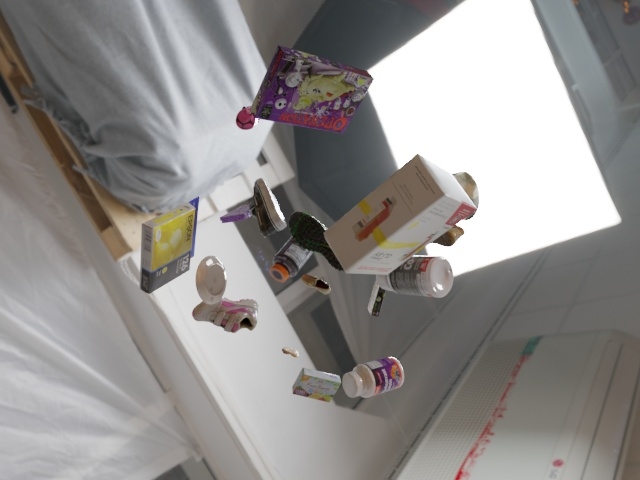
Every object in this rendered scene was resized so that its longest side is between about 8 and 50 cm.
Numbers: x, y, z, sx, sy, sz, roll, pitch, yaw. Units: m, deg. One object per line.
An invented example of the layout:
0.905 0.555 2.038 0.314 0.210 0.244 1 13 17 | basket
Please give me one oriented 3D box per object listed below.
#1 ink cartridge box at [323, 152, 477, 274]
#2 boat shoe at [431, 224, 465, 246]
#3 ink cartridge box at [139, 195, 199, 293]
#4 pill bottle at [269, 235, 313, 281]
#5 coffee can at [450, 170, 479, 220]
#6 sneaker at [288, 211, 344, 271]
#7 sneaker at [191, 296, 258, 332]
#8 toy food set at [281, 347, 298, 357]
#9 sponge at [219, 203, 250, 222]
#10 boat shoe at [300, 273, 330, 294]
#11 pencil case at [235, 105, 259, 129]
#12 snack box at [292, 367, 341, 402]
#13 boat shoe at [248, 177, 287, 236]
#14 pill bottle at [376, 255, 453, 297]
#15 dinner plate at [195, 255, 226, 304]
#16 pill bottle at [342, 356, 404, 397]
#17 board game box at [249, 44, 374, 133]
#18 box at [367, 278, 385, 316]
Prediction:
0.246 -0.059 1.526 0.385 0.160 0.279 -40 155 25 | ink cartridge box
0.581 -0.051 2.501 0.110 0.121 0.341 -31 -151 -22 | boat shoe
-0.559 0.015 1.894 0.307 0.072 0.303 -36 147 -51 | ink cartridge box
-0.129 0.078 2.240 0.130 0.130 0.245 -23 -158 51 | pill bottle
0.493 -0.176 2.072 0.201 0.201 0.275 -32 -163 -33 | coffee can
0.000 0.000 2.149 0.134 0.343 0.146 -47 -169 10 | sneaker
-0.333 0.272 1.770 0.252 0.111 0.103 3 130 -26 | sneaker
-0.142 0.523 2.306 0.083 0.020 0.082 13 -177 -9 | toy food set
-0.334 -0.121 2.124 0.117 0.031 0.210 -8 -165 19 | sponge
-0.018 0.171 2.015 0.050 0.135 0.045 -59 169 -30 | boat shoe
-0.310 -0.535 2.126 0.098 0.095 0.209 -55 -167 16 | pencil case
-0.014 0.498 1.696 0.037 0.141 0.100 -104 -144 -60 | snack box
-0.240 -0.142 2.013 0.119 0.121 0.335 -30 -140 3 | boat shoe
0.369 0.139 1.967 0.161 0.161 0.283 -32 -161 -36 | pill bottle
-0.308 0.113 1.416 0.017 0.141 0.141 -3 -163 27 | dinner plate
0.172 0.455 1.624 0.194 0.108 0.108 -5 171 -34 | pill bottle
-0.019 -0.433 1.453 0.347 0.056 0.208 -2 140 -41 | board game box
0.266 0.234 2.247 0.036 0.207 0.114 15 -175 -5 | box
